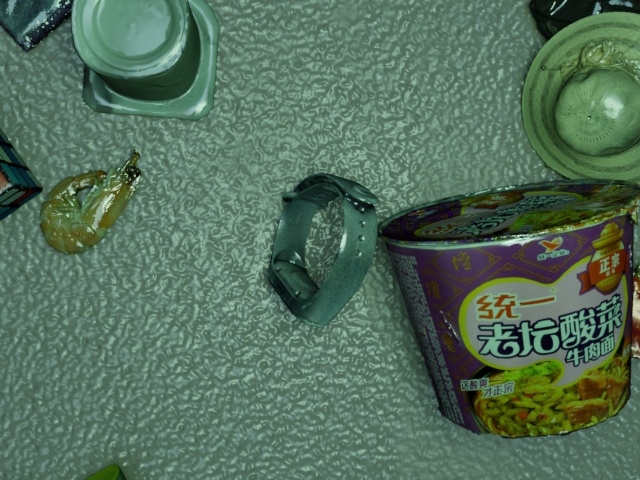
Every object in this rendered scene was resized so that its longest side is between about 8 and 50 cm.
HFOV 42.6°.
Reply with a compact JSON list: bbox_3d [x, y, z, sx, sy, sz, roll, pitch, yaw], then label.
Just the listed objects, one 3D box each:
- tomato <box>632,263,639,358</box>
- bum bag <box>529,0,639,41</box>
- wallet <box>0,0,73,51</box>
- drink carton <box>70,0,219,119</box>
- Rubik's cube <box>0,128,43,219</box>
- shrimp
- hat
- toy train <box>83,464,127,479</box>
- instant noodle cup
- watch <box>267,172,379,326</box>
[{"bbox_3d":[0.482,0.097,1.177,0.159,0.091,0.139,-22,83,23],"label":"tomato"},{"bbox_3d":[0.415,-0.221,1.157,0.144,0.095,0.340,-20,92,24],"label":"bum bag"},{"bbox_3d":[-0.420,-0.354,1.125,0.111,0.030,0.166,-42,92,2],"label":"wallet"},{"bbox_3d":[-0.237,-0.267,1.066,0.185,0.189,0.191,6,90,1],"label":"drink carton"},{"bbox_3d":[-0.483,-0.087,1.065,0.155,0.151,0.154,-34,93,-3],"label":"Rubik's cube"},{"bbox_3d":[-0.315,-0.060,1.140,0.099,0.041,0.180,43,89,11],"label":"shrimp"},{"bbox_3d":[0.366,-0.171,1.082,0.252,0.110,0.252,12,112,31],"label":"hat"},{"bbox_3d":[-0.277,0.517,1.090,0.272,0.179,0.442,-28,93,-11],"label":"toy train"},{"bbox_3d":[0.258,0.082,1.052,0.340,0.340,0.266,-12,100,-4],"label":"instant noodle cup"},{"bbox_3d":[0.000,0.000,1.085,0.068,0.206,0.193,14,109,-28],"label":"watch"}]
